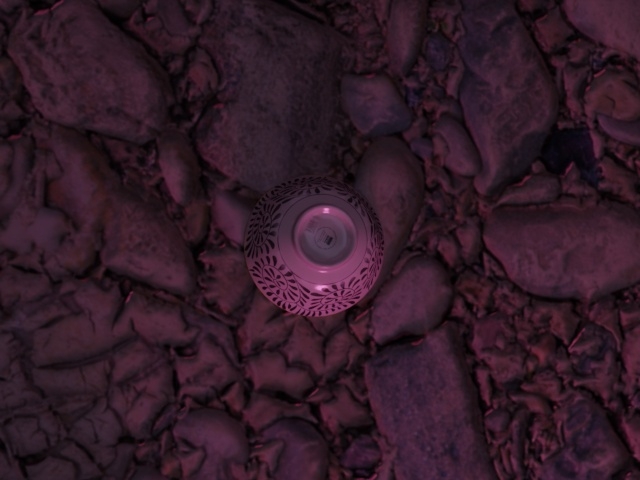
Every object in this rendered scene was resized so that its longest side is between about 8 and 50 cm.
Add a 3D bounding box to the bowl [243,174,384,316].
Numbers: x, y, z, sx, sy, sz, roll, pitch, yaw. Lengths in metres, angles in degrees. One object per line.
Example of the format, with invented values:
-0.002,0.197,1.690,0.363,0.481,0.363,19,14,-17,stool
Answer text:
0.000,0.000,1.748,0.170,0.080,0.170,2,81,-11,bowl
